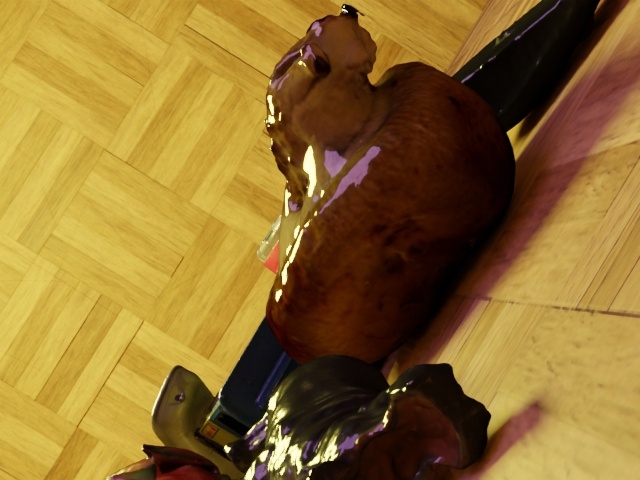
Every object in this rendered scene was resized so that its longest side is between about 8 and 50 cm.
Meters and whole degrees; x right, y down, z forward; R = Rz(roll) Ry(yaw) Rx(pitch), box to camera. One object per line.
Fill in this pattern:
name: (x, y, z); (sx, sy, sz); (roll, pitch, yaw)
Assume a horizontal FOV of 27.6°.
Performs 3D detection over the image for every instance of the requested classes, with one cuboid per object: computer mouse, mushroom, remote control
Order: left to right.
remote control: (-0.125, 0.252, 1.569); (0.309, 0.038, 0.090); (62, -139, -54)
mushroom: (0.038, -0.055, 1.280); (0.345, 0.259, 0.345); (-59, 5, 9)
computer mouse: (0.225, -0.193, 1.436); (0.295, 0.087, 0.168); (-41, 6, 36)

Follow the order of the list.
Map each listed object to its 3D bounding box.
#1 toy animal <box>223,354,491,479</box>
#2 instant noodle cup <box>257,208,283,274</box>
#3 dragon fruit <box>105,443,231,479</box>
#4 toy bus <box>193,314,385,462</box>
toy animal: (0.014, 0.161, 0.923); (0.168, 0.106, 0.343); (-48, 6, -10)
instant noodle cup: (0.000, 0.000, 2.361); (0.302, 0.181, 0.258); (-58, 3, 8)
dragon fruit: (-0.115, 0.274, 1.079); (0.192, 0.274, 0.193); (12, 95, 47)
toy bus: (-0.009, 0.123, 1.469); (0.288, 0.138, 0.175); (-59, 2, -28)
